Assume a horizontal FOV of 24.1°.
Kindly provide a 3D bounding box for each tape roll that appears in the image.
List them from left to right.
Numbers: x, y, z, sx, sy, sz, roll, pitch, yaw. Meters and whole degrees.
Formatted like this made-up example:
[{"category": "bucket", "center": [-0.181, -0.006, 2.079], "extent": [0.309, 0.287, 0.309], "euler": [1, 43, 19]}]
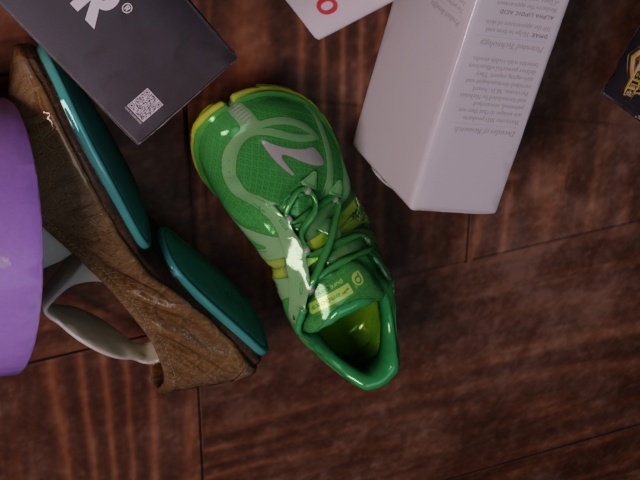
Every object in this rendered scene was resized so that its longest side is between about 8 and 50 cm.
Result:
[{"category": "tape roll", "center": [-0.246, -0.001, 0.991], "extent": [0.080, 0.189, 0.189], "euler": [-3, 121, -26]}]

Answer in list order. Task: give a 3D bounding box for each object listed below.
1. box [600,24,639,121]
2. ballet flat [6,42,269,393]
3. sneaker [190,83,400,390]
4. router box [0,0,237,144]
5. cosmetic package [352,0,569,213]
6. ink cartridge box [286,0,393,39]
[{"category": "box", "center": [0.419, -0.200, 1.263], "extent": [0.296, 0.073, 0.293], "euler": [16, 110, -37]}, {"category": "ballet flat", "center": [-0.163, 0.007, 1.101], "extent": [0.124, 0.116, 0.342], "euler": [-29, 134, 6]}, {"category": "sneaker", "center": [0.000, 0.000, 1.156], "extent": [0.109, 0.123, 0.295], "euler": [-33, 128, -4]}, {"category": "router box", "center": [-0.200, -0.222, 0.841], "extent": [0.081, 0.243, 0.309], "euler": [-41, 128, 2]}, {"category": "cosmetic package", "center": [0.108, -0.147, 1.123], "extent": [0.086, 0.117, 0.231], "euler": [1, 120, -26]}, {"category": "ink cartridge box", "center": [0.049, -0.263, 0.978], "extent": [0.237, 0.100, 0.172], "euler": [-26, 133, 19]}]
